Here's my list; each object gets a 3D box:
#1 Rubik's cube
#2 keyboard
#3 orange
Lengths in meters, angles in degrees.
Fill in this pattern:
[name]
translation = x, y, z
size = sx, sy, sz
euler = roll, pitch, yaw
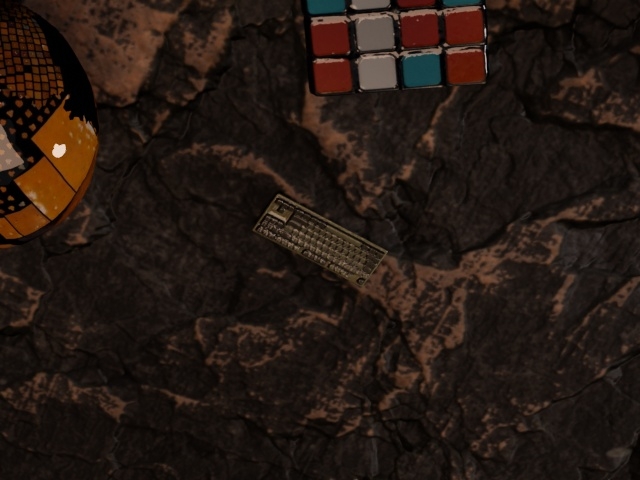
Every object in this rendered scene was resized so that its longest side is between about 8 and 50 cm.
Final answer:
[Rubik's cube]
translation = 0.060, -0.228, 1.552
size = 0.155, 0.154, 0.151
euler = -5, 123, 3
[keyboard]
translation = 0.000, 0.000, 1.792
size = 0.129, 0.015, 0.049
euler = 28, 120, -18
[orange]
translation = -0.295, -0.104, 1.597
size = 0.182, 0.234, 0.234
euler = -23, 135, -37
